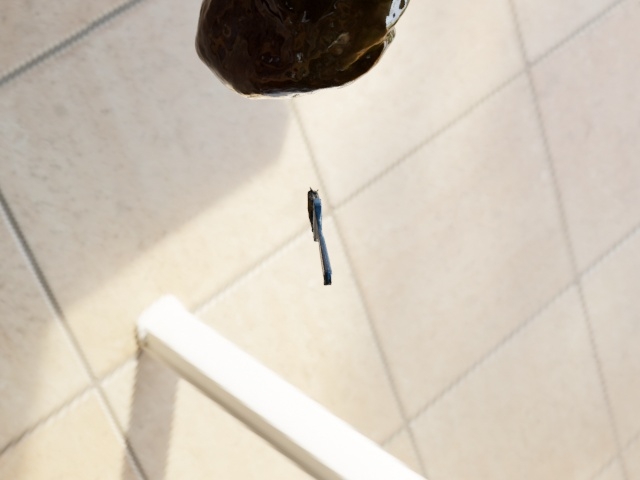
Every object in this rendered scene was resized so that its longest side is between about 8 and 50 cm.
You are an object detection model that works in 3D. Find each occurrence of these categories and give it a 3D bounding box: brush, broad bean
[{"bbox_3d":[0.000,0.000,1.467,0.014,0.164,0.051,-5,122,-4],"label":"brush"},{"bbox_3d":[-0.018,-0.189,1.114,0.122,0.228,0.156,39,67,-26],"label":"broad bean"}]
